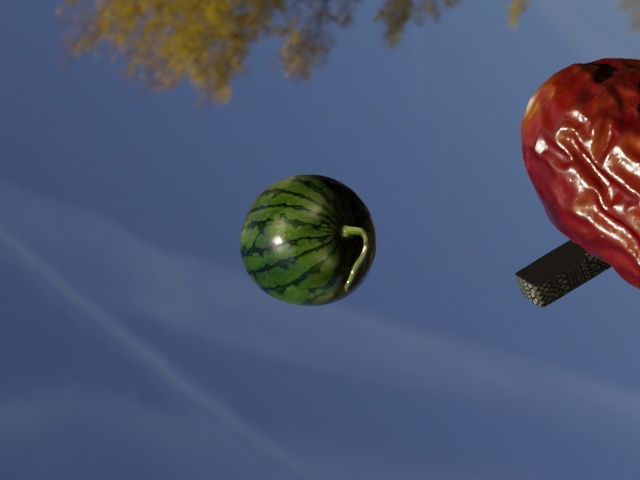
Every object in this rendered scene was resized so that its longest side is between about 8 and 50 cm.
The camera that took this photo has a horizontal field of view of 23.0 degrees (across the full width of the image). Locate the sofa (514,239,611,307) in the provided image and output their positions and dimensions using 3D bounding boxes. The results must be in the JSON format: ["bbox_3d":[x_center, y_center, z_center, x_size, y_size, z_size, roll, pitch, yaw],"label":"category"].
[{"bbox_3d":[0.329,0.041,2.134,0.060,0.118,0.039,39,155,58],"label":"sofa"}]

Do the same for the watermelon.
[{"bbox_3d":[0.000,0.000,1.635,0.141,0.187,0.141,5,-98,-38],"label":"watermelon"}]

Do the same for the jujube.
[{"bbox_3d":[0.277,-0.046,1.306,0.250,0.174,0.174,48,-153,20],"label":"jujube"}]
